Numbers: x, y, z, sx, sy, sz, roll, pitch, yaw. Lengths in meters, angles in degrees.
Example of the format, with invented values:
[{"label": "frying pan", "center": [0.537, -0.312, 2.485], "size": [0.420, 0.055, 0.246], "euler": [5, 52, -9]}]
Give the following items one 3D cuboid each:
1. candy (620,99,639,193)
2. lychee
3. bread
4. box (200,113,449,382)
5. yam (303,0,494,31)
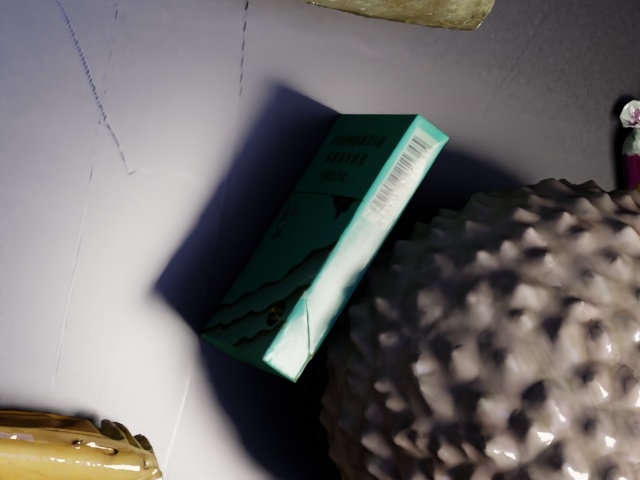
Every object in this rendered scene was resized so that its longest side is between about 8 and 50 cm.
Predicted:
[{"label": "candy", "center": [0.299, -0.042, 1.603], "size": [0.045, 0.043, 0.175], "euler": [-10, 96, -24]}, {"label": "lychee", "center": [0.190, 0.144, 1.387], "size": [0.380, 0.432, 0.380], "euler": [-14, 130, -18]}, {"label": "bread", "center": [-0.247, 0.201, 1.356], "size": [0.241, 0.107, 0.136], "euler": [8, 95, -23]}, {"label": "box", "center": [0.000, 0.000, 1.411], "size": [0.042, 0.161, 0.226], "euler": [35, 81, -19]}, {"label": "yam", "center": [0.050, -0.251, 1.419], "size": [0.254, 0.154, 0.154], "euler": [6, 93, -26]}]
